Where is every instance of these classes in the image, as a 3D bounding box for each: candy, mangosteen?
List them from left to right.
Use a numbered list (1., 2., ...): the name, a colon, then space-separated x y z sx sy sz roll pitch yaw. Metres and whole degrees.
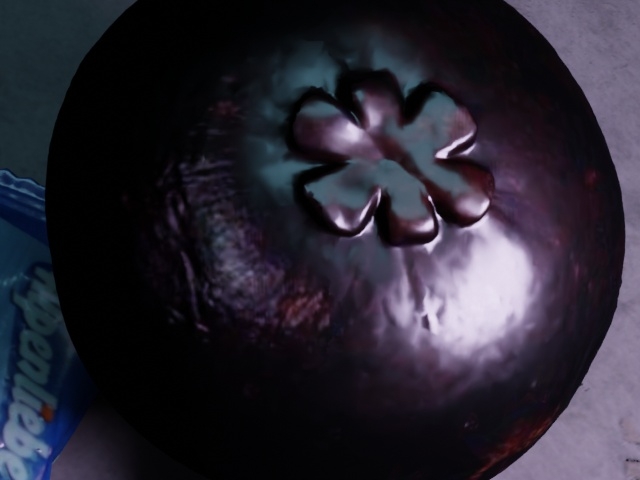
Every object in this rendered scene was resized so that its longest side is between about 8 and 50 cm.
1. candy: -0.234 0.086 1.373 0.187 0.077 0.331 25 55 -7
2. mangosteen: 0.000 0.000 1.322 0.382 0.435 0.382 2 78 -10
